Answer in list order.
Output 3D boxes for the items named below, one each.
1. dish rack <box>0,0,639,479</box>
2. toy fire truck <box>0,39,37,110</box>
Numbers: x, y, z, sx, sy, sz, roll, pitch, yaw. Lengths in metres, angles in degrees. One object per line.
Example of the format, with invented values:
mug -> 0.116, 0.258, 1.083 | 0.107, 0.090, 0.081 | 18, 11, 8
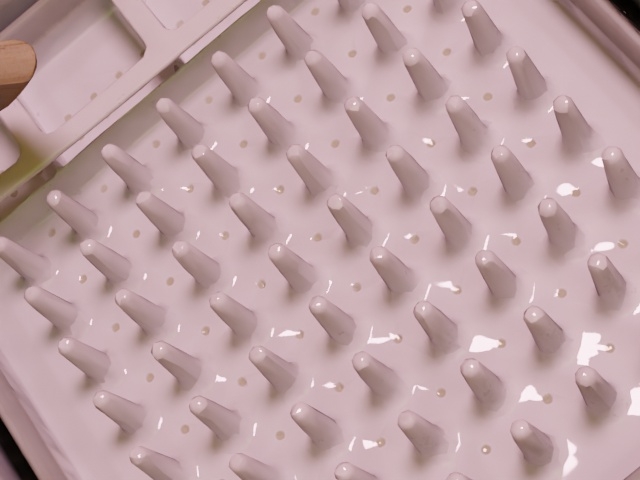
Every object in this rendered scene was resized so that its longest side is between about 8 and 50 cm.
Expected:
dish rack -> 0.000, 0.000, 0.598 | 0.285, 0.072, 0.333 | -39, 58, 2
toy fire truck -> -0.236, -0.074, 0.591 | 0.246, 0.217, 0.158 | 39, 87, -11
